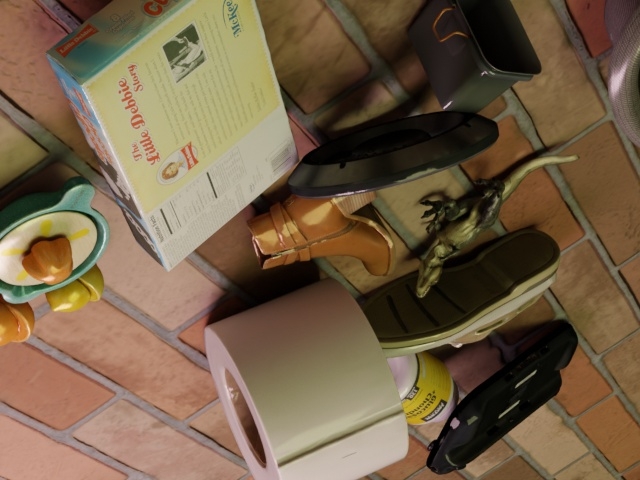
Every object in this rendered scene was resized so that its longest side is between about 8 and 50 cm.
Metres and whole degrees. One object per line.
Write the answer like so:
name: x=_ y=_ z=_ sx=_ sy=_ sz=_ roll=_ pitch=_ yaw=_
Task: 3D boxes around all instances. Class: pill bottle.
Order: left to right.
pill bottle: x=0.124 y=0.201 z=2.089 sx=0.103 sy=0.103 sz=0.184 roll=-39 pitch=148 yaw=14

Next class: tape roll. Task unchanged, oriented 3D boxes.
tape roll: x=-0.019 y=0.186 z=1.814 sx=0.169 sy=0.246 sz=0.246 roll=-22 pitch=148 yaw=-15

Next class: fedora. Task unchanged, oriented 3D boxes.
fedora: x=0.411 y=-0.234 z=1.685 sx=0.243 sy=0.124 sz=0.275 roll=-37 pitch=140 yaw=7

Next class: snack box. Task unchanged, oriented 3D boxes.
snack box: x=-0.129 y=-0.122 z=1.419 sx=0.187 sy=0.060 sz=0.322 roll=-41 pitch=151 yaw=-15

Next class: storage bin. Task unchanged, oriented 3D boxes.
storage bin: x=0.145 y=-0.198 z=1.521 sx=0.098 sy=0.135 sz=0.091 roll=0 pitch=147 yaw=-40

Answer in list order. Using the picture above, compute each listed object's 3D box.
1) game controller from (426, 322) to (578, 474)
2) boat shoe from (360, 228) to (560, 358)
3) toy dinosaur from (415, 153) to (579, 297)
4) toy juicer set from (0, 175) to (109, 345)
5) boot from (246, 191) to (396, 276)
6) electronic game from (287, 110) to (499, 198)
game controller: x=0.276 y=0.234 z=2.232 sx=0.319 sy=0.067 sz=0.166 roll=-29 pitch=142 yaw=-44
boat shoe: x=0.185 y=0.092 z=1.975 sx=0.302 sy=0.113 sz=0.103 roll=-21 pitch=142 yaw=-16
toy dinosaur: x=0.196 y=-0.039 z=1.854 sx=0.268 sy=0.064 sz=0.118 roll=-41 pitch=154 yaw=13
toy juicer set: x=-0.260 y=0.016 z=1.519 sx=0.329 sy=0.089 sz=0.209 roll=-37 pitch=148 yaw=10
boot: x=0.000 y=0.000 z=1.734 sx=0.152 sy=0.073 sz=0.197 roll=-28 pitch=137 yaw=-5
electronic game: x=0.076 y=-0.089 z=1.569 sx=0.229 sy=0.229 sz=0.048 roll=-20 pitch=104 yaw=-16
